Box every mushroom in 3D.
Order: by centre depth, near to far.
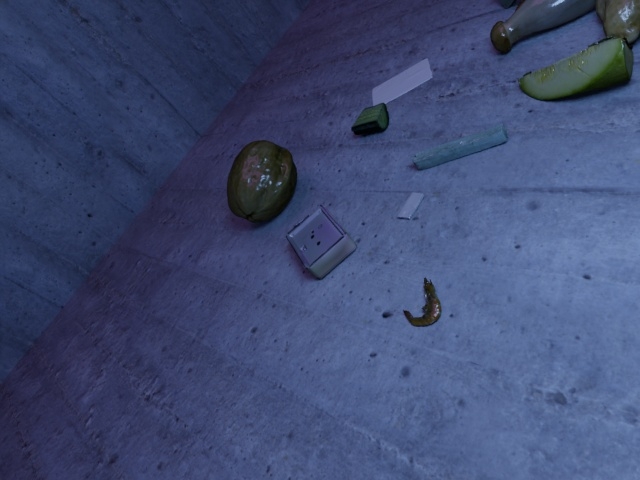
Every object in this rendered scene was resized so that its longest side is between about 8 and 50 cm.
[{"bbox_3d":[0.647,-0.649,1.211,0.350,0.128,0.128,-24,40,31],"label":"mushroom"}]

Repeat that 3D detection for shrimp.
[{"bbox_3d":[0.211,0.130,0.925,0.083,0.023,0.114,-26,43,27],"label":"shrimp"}]

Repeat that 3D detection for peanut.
[{"bbox_3d":[0.737,-0.572,1.048,0.137,0.122,0.253,112,175,-57],"label":"peanut"}]

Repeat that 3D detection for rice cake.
[{"bbox_3d":[0.356,-0.239,1.138,0.246,0.045,0.042,-15,47,33],"label":"rice cake"}]

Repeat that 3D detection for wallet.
[{"bbox_3d":[0.234,-0.090,1.134,0.044,0.011,0.083,12,62,49],"label":"wallet"}]

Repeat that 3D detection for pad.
[{"bbox_3d":[0.287,-0.561,1.567,0.232,0.004,0.156,-23,40,26],"label":"pad"}]

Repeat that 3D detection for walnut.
[{"bbox_3d":[-0.195,-0.197,1.478,0.283,0.228,0.282,-32,42,34],"label":"walnut"}]

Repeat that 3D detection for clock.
[{"bbox_3d":[0.000,0.000,1.218,0.147,0.071,0.192,-42,35,3],"label":"clock"}]

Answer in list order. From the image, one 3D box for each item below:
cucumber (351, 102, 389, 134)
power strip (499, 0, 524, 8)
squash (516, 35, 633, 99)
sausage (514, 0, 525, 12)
[{"bbox_3d":[0.173,-0.398,1.464,0.115,0.062,0.116,-1,46,42],"label":"cucumber"},{"bbox_3d":[0.619,-0.787,1.356,0.061,0.145,0.216,-42,-1,3],"label":"power strip"},{"bbox_3d":[0.570,-0.382,1.023,0.252,0.093,0.170,-3,7,42],"label":"squash"},{"bbox_3d":[0.671,-0.710,1.286,0.198,0.076,0.076,-24,40,26],"label":"sausage"}]
